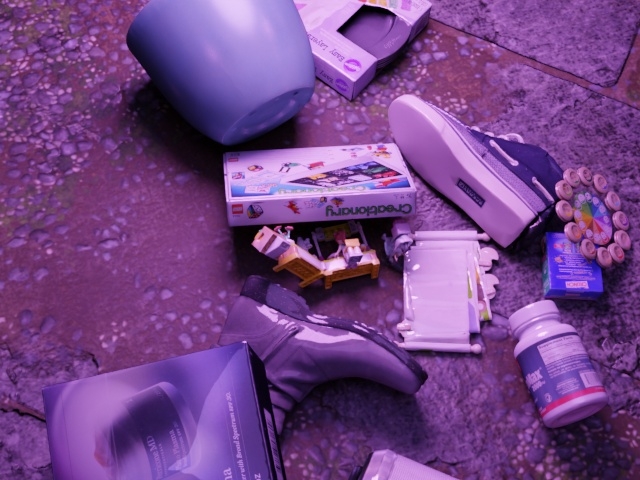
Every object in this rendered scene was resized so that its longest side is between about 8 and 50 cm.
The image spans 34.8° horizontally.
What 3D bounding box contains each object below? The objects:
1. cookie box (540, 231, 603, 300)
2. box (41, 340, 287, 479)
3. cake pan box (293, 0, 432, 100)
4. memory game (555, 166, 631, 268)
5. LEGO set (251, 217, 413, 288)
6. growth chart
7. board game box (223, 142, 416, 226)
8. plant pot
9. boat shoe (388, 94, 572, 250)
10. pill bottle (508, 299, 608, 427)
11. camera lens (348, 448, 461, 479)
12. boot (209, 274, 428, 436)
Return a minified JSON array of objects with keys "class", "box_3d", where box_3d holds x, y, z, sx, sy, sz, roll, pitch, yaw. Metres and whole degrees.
[{"class":"cookie box","box_3d":[0.421,0.044,1.721,0.092,0.040,0.107,4,62,-2]},{"class":"box","box_3d":[-0.204,0.325,1.415,0.294,0.183,0.296,-14,72,1]},{"class":"cake pan box","box_3d":[0.042,-0.418,1.925,0.267,0.070,0.246,38,69,15]},{"class":"memory game","box_3d":[0.464,-0.041,1.732,0.186,0.012,0.186,17,60,-32]},{"class":"LEGO set","box_3d":[0.000,0.000,1.667,0.287,0.132,0.107,1,54,-29]},{"class":"growth chart","box_3d":[0.210,0.082,1.699,0.172,0.021,0.237,7,62,0]},{"class":"board game box","box_3d":[-0.007,-0.097,1.708,0.305,0.053,0.193,-3,29,-5]},{"class":"plant pot","box_3d":[-0.144,-0.306,1.742,0.293,0.293,0.235,-29,82,-17]},{"class":"boat shoe","box_3d":[0.279,-0.144,1.770,0.158,0.127,0.340,-36,78,-32]},{"class":"pill bottle","box_3d":[0.366,0.192,1.604,0.108,0.108,0.180,-15,64,-11]},{"class":"camera lens","box_3d":[0.147,0.429,1.402,0.274,0.219,0.219,21,63,8]},{"class":"boot","box_3d":[-0.024,0.219,1.579,0.338,0.118,0.222,23,70,16]}]
